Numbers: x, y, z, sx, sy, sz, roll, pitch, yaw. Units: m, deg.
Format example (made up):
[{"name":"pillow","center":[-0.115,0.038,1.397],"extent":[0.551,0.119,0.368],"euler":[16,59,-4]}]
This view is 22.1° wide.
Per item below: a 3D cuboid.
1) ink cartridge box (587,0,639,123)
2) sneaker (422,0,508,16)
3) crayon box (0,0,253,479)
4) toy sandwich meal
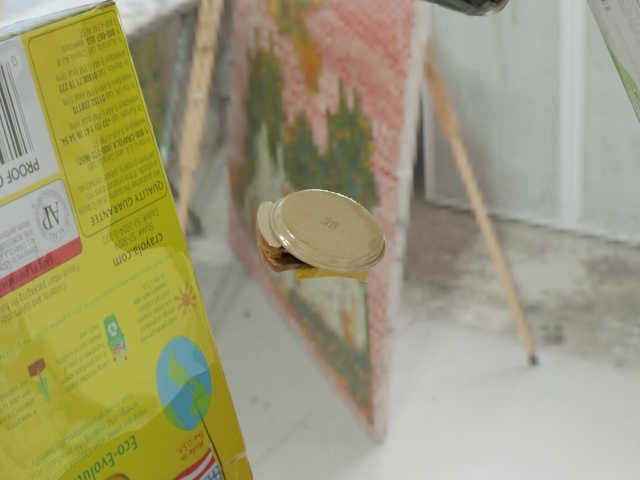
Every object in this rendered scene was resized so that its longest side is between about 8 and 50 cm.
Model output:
[{"name":"ink cartridge box","center":[0.284,-0.169,1.165],"extent":[0.119,0.207,0.353],"euler":[-24,5,2]},{"name":"sneaker","center":[0.136,-0.300,1.640],"extent":[0.227,0.130,0.087],"euler":[9,29,-46]},{"name":"crayon box","center":[-0.146,0.054,0.849],"extent":[0.081,0.319,0.202],"euler":[-8,13,31]},{"name":"toy sandwich meal","center":[0.000,0.000,1.044],"extent":[0.085,0.029,0.086],"euler":[13,38,-10]}]
